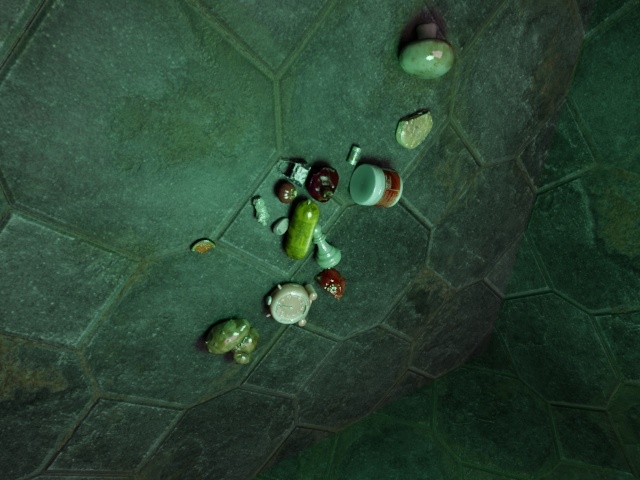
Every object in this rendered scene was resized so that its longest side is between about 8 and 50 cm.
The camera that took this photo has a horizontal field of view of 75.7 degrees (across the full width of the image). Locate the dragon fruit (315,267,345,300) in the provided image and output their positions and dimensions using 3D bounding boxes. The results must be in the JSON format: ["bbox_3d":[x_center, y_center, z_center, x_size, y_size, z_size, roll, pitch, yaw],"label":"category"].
[{"bbox_3d":[0.069,0.233,2.260,0.120,0.161,0.127,-47,144,3],"label":"dragon fruit"}]

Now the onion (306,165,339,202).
[{"bbox_3d":[0.005,-0.252,1.882,0.135,0.198,0.173,19,113,-8],"label":"onion"}]

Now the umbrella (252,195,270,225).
[{"bbox_3d":[-0.266,-0.131,1.859,0.067,0.062,0.144,-45,135,-46],"label":"umbrella"}]

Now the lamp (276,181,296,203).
[{"bbox_3d":[-0.154,-0.216,1.860,0.101,0.090,0.101,-41,137,-53],"label":"lamp"}]

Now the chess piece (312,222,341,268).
[{"bbox_3d":[0.000,0.000,2.094,0.139,0.139,0.272,-32,120,-12],"label":"chess piece"}]

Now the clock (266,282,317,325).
[{"bbox_3d":[-0.173,0.322,2.174,0.241,0.142,0.227,11,112,-28],"label":"clock"}]

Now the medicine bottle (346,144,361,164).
[{"bbox_3d":[0.162,-0.409,1.975,0.047,0.047,0.083,6,115,-36],"label":"medicine bottle"}]

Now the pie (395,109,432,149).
[{"bbox_3d":[0.477,-0.553,2.091,0.218,0.052,0.185,-25,128,-21],"label":"pie"}]

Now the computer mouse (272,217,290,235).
[{"bbox_3d":[-0.190,-0.068,1.964,0.096,0.039,0.066,-51,136,-21],"label":"computer mouse"}]

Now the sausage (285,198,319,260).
[{"bbox_3d":[-0.091,-0.048,1.979,0.123,0.123,0.347,-2,124,-33],"label":"sausage"}]

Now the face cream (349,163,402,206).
[{"bbox_3d":[0.276,-0.269,2.037,0.187,0.201,0.201,3,117,-35],"label":"face cream"}]

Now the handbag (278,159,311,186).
[{"bbox_3d":[-0.123,-0.310,1.833,0.139,0.072,0.115,12,113,-34],"label":"handbag"}]

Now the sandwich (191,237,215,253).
[{"bbox_3d":[-0.520,0.023,1.812,0.101,0.026,0.069,-32,136,-9],"label":"sandwich"}]

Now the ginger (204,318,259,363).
[{"bbox_3d":[-0.426,0.515,2.102,0.244,0.155,0.304,-45,132,-3],"label":"ginger"}]

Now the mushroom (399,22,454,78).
[{"bbox_3d":[0.470,-0.837,1.806,0.243,0.243,0.244,-17,127,-24],"label":"mushroom"}]
